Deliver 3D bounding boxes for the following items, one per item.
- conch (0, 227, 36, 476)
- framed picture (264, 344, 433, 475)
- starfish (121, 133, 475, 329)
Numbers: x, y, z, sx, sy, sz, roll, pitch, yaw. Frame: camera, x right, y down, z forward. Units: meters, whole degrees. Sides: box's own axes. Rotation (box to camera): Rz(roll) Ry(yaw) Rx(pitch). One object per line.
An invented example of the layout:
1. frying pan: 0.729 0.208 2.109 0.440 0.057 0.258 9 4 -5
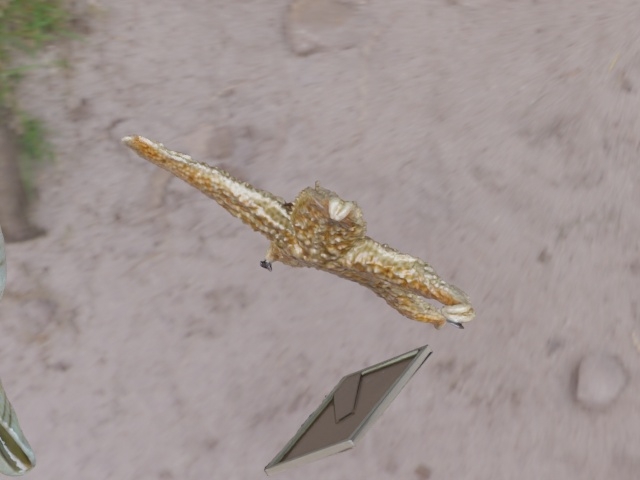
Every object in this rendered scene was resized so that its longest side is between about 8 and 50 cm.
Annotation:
1. conch: -0.318 -0.004 1.564 0.386 0.169 0.203 44 144 -6
2. framed picture: 0.025 0.147 1.717 0.109 0.149 0.011 -23 106 42
3. starfish: 0.003 -0.005 1.372 0.295 0.231 0.048 33 78 -21
